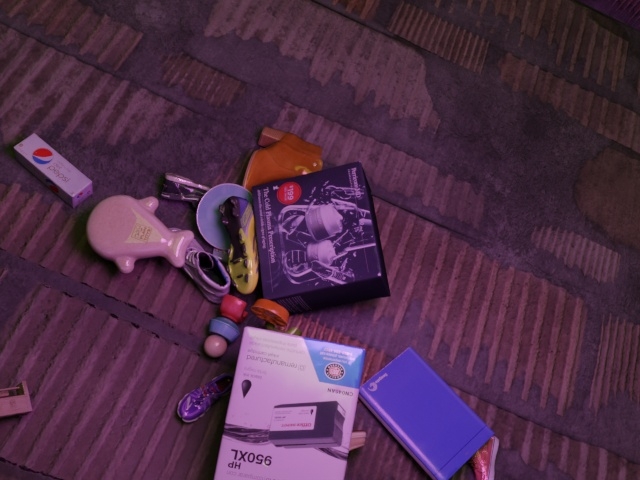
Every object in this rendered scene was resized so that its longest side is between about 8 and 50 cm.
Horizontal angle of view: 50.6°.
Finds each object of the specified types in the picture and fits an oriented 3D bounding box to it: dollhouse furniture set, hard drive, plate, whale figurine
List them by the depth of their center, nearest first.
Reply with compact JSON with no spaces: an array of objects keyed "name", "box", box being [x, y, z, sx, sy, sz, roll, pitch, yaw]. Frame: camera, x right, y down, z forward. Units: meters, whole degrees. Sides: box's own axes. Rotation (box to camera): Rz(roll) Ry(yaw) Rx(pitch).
[{"name":"dollhouse furniture set","box":[-0.765,0.410,1.518,0.184,0.129,0.128,2,60,-49]},{"name":"whale figurine","box":[-0.471,-0.010,1.775,0.272,0.141,0.216,17,76,-2]},{"name":"hard drive","box":[0.276,0.460,1.800,0.210,0.040,0.318,-33,66,-28]},{"name":"plate","box":[-0.258,-0.065,1.895,0.188,0.024,0.188,0,90,-26]}]

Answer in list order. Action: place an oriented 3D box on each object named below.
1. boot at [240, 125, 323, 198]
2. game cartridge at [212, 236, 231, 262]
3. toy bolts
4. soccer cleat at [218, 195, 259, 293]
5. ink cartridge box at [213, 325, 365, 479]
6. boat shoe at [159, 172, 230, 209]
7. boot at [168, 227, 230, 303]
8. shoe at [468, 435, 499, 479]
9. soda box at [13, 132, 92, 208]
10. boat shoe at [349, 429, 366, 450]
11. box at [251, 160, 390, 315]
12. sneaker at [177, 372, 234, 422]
[{"name":"boot","box":[-0.108,-0.207,2.014,0.211,0.104,0.295,21,56,-5]},{"name":"game cartridge","box":[-0.272,0.021,1.902,0.056,0.017,0.083,14,61,-14]},{"name":"toy bolts","box":[-0.189,0.244,1.724,0.229,0.218,0.158,19,65,14]},{"name":"soccer cleat","box":[-0.194,0.010,1.806,0.121,0.093,0.289,18,50,-46]},{"name":"ink cartridge box","box":[-0.073,0.418,1.549,0.286,0.166,0.394,11,79,-2]},{"name":"boat shoe","box":[-0.339,-0.123,1.930,0.233,0.084,0.079,17,97,-16]},{"name":"boot","box":[-0.328,0.046,1.809,0.258,0.123,0.095,46,61,8]},{"name":"shoe","box":[0.418,0.592,1.803,0.081,0.063,0.177,24,55,-3]},{"name":"soda box","box":[-0.725,-0.189,1.838,0.216,0.069,0.074,40,60,4]},{"name":"boat shoe","box":[-0.023,0.544,1.669,0.303,0.109,0.098,-13,76,-16]},{"name":"box","box":[0.000,0.000,1.831,0.313,0.179,0.343,-13,66,8]},{"name":"sneaker","box":[-0.283,0.381,1.687,0.170,0.071,0.068,-38,80,-28]}]
